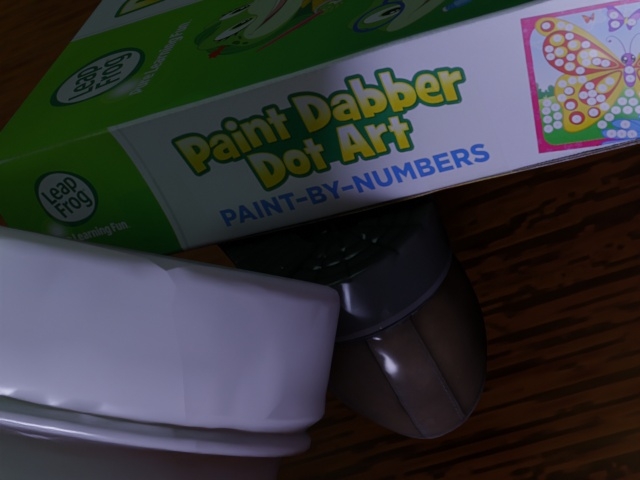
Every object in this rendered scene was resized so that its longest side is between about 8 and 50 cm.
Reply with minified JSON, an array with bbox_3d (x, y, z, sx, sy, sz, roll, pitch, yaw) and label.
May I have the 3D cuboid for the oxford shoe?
[{"bbox_3d":[0.000,0.000,0.583,0.083,0.096,0.227,-28,28,3],"label":"oxford shoe"}]

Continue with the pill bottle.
[{"bbox_3d":[-0.094,0.163,0.418,0.188,0.188,0.334,10,88,40],"label":"pill bottle"}]

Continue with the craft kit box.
[{"bbox_3d":[0.039,-0.099,0.559,0.246,0.061,0.250,-17,29,27],"label":"craft kit box"}]
